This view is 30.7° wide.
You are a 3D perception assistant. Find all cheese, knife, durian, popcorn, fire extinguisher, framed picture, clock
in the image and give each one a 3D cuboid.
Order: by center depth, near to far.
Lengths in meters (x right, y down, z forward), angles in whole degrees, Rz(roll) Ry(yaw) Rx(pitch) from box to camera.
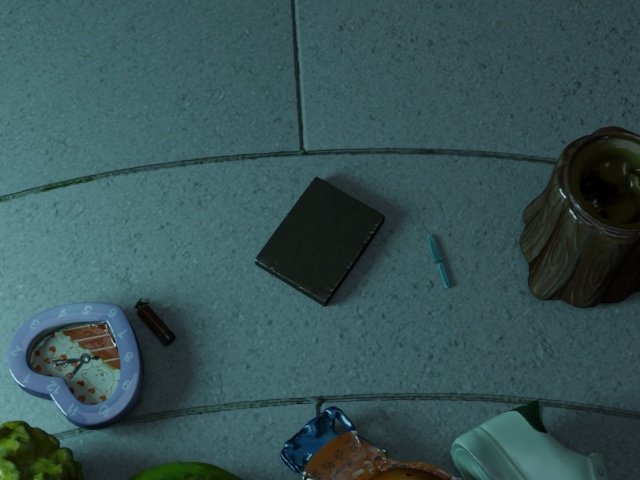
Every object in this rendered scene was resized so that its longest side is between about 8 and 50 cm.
[{"bbox_3d":[-0.394,0.343,1.507,0.169,0.189,0.218,17,20,-25],"label":"popcorn"},{"bbox_3d":[0.082,0.359,1.546,0.217,0.129,0.329,-40,60,-13],"label":"cheese"},{"bbox_3d":[-0.188,0.365,1.556,0.250,0.101,0.139,-16,102,-8],"label":"durian"},{"bbox_3d":[-0.333,0.168,1.657,0.198,0.064,0.172,30,69,12],"label":"clock"},{"bbox_3d":[-0.244,0.117,1.705,0.083,0.022,0.028,46,35,18],"label":"fire extinguisher"},{"bbox_3d":[0.178,0.031,1.756,0.014,0.005,0.091,-12,66,-8],"label":"knife"},{"bbox_3d":[0.000,0.000,1.759,0.128,0.023,0.168,31,69,13],"label":"framed picture"}]

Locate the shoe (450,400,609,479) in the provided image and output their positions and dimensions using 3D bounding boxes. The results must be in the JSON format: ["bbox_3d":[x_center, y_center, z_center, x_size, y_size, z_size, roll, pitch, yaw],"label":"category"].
[{"bbox_3d":[0.343,0.371,1.546,0.160,0.132,0.363,-32,66,-19],"label":"shoe"}]

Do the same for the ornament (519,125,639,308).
[{"bbox_3d":[0.407,-0.031,1.670,0.221,0.217,0.235,36,69,13],"label":"ornament"}]
